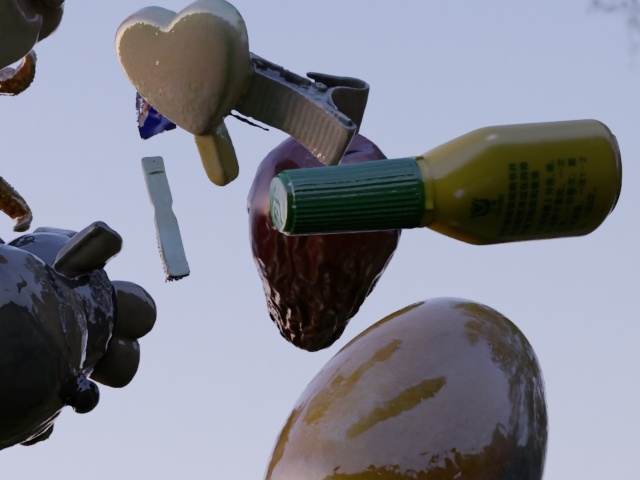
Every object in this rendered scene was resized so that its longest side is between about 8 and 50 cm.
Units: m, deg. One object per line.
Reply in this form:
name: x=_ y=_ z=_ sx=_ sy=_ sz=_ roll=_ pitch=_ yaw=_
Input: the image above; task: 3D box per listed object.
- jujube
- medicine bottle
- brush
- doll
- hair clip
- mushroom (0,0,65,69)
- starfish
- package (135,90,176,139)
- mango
jujube: x=0.000 y=0.000 z=1.997 sx=0.168 sy=0.168 sz=0.236 roll=-4 pitch=-58 yaw=-21
medicine bottle: x=0.092 y=-0.036 z=1.384 sx=0.261 sy=0.064 sz=0.095 roll=-6 pitch=-57 yaw=-20
brush: x=-0.199 y=-0.026 z=2.444 sx=0.033 sy=0.178 sz=0.030 roll=-6 pitch=-27 yaw=-19
doll: x=-0.390 y=0.090 z=1.997 sx=0.379 sy=0.252 sz=0.382 roll=8 pitch=9 yaw=21
hair clip: x=-0.074 y=-0.123 z=1.611 sx=0.219 sy=0.071 sz=0.159 roll=24 pitch=-58 yaw=3
mushroom: x=-0.395 y=-0.357 z=1.870 sx=0.224 sy=0.313 sz=0.397 roll=-28 pitch=-36 yaw=-13
starfish: x=-0.472 y=-0.142 z=2.326 sx=0.375 sy=0.327 sz=0.094 roll=-21 pitch=-9 yaw=34
package: x=-0.139 y=-0.134 z=1.825 sx=0.077 sy=0.110 sz=0.033 roll=-18 pitch=-53 yaw=15
mango: x=0.083 y=0.168 z=1.546 sx=0.199 sy=0.221 sz=0.384 roll=-6 pitch=16 yaw=26
